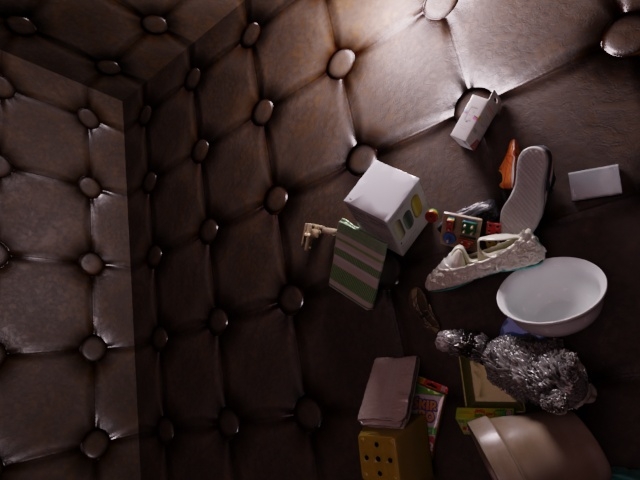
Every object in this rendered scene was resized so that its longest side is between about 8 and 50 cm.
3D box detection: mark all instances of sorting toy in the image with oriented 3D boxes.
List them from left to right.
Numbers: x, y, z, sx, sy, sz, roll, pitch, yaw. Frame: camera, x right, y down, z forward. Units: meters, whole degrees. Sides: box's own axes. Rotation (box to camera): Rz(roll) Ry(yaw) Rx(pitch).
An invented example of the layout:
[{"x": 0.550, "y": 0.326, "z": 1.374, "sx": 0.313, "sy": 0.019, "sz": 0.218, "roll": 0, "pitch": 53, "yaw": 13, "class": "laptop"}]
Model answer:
[{"x": 0.496, "y": -0.020, "z": 1.515, "sx": 0.274, "sy": 0.046, "sz": 0.132, "roll": 15, "pitch": 127, "yaw": 26, "class": "sorting toy"}]

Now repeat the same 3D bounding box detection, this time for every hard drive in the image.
[{"x": 0.858, "y": -0.178, "z": 1.352, "sx": 0.135, "sy": 0.022, "sz": 0.094, "roll": -8, "pitch": 77, "yaw": 34, "class": "hard drive"}]

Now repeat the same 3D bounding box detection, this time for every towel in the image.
[{"x": 0.144, "y": 0.100, "z": 1.720, "sx": 0.247, "sy": 0.038, "sz": 0.325, "roll": 31, "pitch": 127, "yaw": 35, "class": "towel"}, {"x": 0.247, "y": 0.537, "z": 1.553, "sx": 0.187, "sy": 0.049, "sz": 0.282, "roll": -13, "pitch": 35, "yaw": 33, "class": "towel"}]

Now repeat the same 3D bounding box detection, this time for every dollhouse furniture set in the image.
[{"x": 0.000, "y": 0.000, "z": 1.873, "sx": 0.151, "sy": 0.144, "sz": 0.123, "roll": 13, "pitch": 95, "yaw": 22, "class": "dollhouse furniture set"}]

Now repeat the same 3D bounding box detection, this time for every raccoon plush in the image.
[{"x": 0.540, "y": 0.378, "z": 1.251, "sx": 0.446, "sy": 0.299, "sz": 0.216, "roll": -1, "pitch": 80, "yaw": 23, "class": "raccoon plush"}]

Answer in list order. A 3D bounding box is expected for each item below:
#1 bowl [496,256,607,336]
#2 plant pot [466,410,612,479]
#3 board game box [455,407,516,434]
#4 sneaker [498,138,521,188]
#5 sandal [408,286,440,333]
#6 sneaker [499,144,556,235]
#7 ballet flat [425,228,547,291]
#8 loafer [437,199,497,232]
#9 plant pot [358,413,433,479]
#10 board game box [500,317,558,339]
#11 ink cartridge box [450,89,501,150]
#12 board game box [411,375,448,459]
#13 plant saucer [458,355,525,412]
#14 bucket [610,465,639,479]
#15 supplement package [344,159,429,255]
[{"x": 0.700, "y": 0.191, "z": 1.294, "sx": 0.297, "sy": 0.298, "sz": 0.134, "roll": -17, "pitch": 115, "yaw": 32, "class": "bowl"}, {"x": 0.612, "y": 0.614, "z": 1.202, "sx": 0.280, "sy": 0.323, "sz": 0.323, "roll": -26, "pitch": 66, "yaw": 4, "class": "plant pot"}, {"x": 0.544, "y": 0.589, "z": 1.400, "sx": 0.181, "sy": 0.092, "sz": 0.043, "roll": -13, "pitch": 30, "yaw": 33, "class": "board game box"}, {"x": 0.650, "y": -0.266, "z": 1.491, "sx": 0.067, "sy": 0.064, "sz": 0.175, "roll": 5, "pitch": 82, "yaw": 46, "class": "sneaker"}, {"x": 0.387, "y": 0.258, "z": 1.601, "sx": 0.072, "sy": 0.049, "sz": 0.180, "roll": -35, "pitch": 78, "yaw": 32, "class": "sandal"}, {"x": 0.690, "y": -0.151, "z": 1.417, "sx": 0.126, "sy": 0.127, "sz": 0.321, "roll": 26, "pitch": 122, "yaw": 35, "class": "sneaker"}, {"x": 0.532, "y": 0.058, "z": 1.458, "sx": 0.408, "sy": 0.147, "sz": 0.147, "roll": -20, "pitch": 71, "yaw": 30, "class": "ballet flat"}, {"x": 0.525, "y": -0.082, "z": 1.549, "sx": 0.223, "sy": 0.076, "sz": 0.078, "roll": -25, "pitch": 29, "yaw": 39, "class": "loafer"}, {"x": 0.245, "y": 0.729, "z": 1.493, "sx": 0.212, "sy": 0.187, "sz": 0.212, "roll": -13, "pitch": 77, "yaw": 34, "class": "plant pot"}, {"x": 0.674, "y": 0.310, "z": 1.395, "sx": 0.168, "sy": 0.033, "sz": 0.133, "roll": 29, "pitch": 97, "yaw": 28, "class": "board game box"}, {"x": 0.561, "y": -0.438, "z": 1.550, "sx": 0.067, "sy": 0.115, "sz": 0.198, "roll": 35, "pitch": 102, "yaw": 34, "class": "ink cartridge box"}, {"x": 0.371, "y": 0.634, "z": 1.554, "sx": 0.124, "sy": 0.039, "sz": 0.260, "roll": 12, "pitch": 87, "yaw": 36, "class": "board game box"}, {"x": 0.569, "y": 0.467, "z": 1.433, "sx": 0.188, "sy": 0.045, "sz": 0.189, "roll": -13, "pitch": 75, "yaw": 33, "class": "plant saucer"}, {"x": 0.831, "y": 0.753, "z": 1.114, "sx": 0.281, "sy": 0.183, "sz": 0.282, "roll": -5, "pitch": 80, "yaw": 34, "class": "bucket"}, {"x": 0.254, "y": -0.115, "z": 1.589, "sx": 0.198, "sy": 0.263, "sz": 0.199, "roll": 32, "pitch": 79, "yaw": 34, "class": "supplement package"}]
